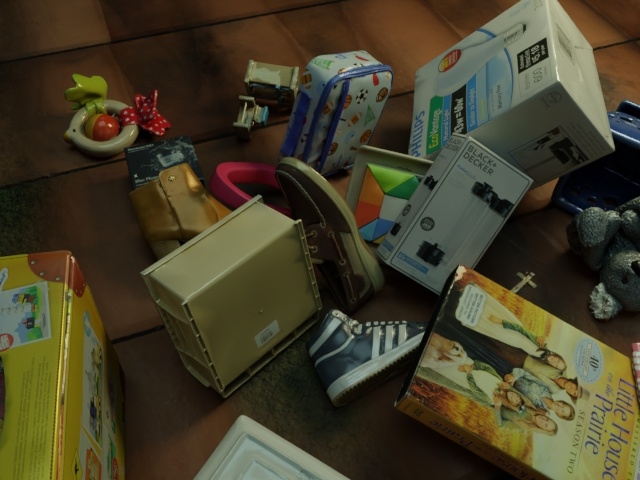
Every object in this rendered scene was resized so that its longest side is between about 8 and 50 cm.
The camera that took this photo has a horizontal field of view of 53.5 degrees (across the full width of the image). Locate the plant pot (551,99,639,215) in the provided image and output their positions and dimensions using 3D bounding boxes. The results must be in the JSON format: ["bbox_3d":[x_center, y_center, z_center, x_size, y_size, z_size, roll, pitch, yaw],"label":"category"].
[{"bbox_3d":[0.704,-0.165,1.433,0.236,0.236,0.212,34,50,23],"label":"plant pot"}]

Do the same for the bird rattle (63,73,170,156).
[{"bbox_3d":[-0.514,-0.288,1.570,0.253,0.143,0.207,23,64,0],"label":"bird rattle"}]

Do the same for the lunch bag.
[{"bbox_3d":[0.027,-0.270,1.435,0.115,0.303,0.243,40,43,25],"label":"lunch bag"}]

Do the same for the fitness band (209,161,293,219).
[{"bbox_3d":[-0.105,-0.094,1.347,0.209,0.054,0.291,38,22,23],"label":"fitness band"}]

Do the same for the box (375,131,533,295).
[{"bbox_3d":[0.260,-0.047,1.255,0.169,0.290,0.087,32,7,-14],"label":"box"}]

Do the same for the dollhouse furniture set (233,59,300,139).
[{"bbox_3d":[-0.132,-0.337,1.617,0.129,0.129,0.183,10,75,4],"label":"dollhouse furniture set"}]

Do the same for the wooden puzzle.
[{"bbox_3d":[0.156,-0.062,1.335,0.221,0.238,0.044,15,8,9],"label":"wooden puzzle"}]

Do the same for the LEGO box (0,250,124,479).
[{"bbox_3d":[-0.401,0.328,0.875,0.193,0.372,0.500,-7,51,-8],"label":"LEGO box"}]

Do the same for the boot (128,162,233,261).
[{"bbox_3d":[-0.235,-0.069,1.333,0.295,0.104,0.211,-21,85,-13],"label":"boot"}]

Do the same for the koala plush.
[{"bbox_3d":[0.624,0.046,1.309,0.196,0.203,0.221,-14,73,-3],"label":"koala plush"}]

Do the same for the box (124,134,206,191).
[{"bbox_3d":[-0.353,-0.145,1.448,0.156,0.093,0.158,-14,51,-14],"label":"box"}]

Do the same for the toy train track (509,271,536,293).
[{"bbox_3d":[0.426,0.090,1.342,0.083,0.014,0.048,-34,60,-26],"label":"toy train track"}]

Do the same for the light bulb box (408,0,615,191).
[{"bbox_3d":[0.404,-0.294,1.404,0.225,0.361,0.358,37,44,-29],"label":"light bulb box"}]

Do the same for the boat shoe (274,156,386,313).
[{"bbox_3d":[0.000,0.000,1.224,0.123,0.342,0.123,-43,29,-21],"label":"boat shoe"}]

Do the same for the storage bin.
[{"bbox_3d":[-0.143,0.105,1.151,0.262,0.260,0.123,-37,44,-29],"label":"storage bin"}]

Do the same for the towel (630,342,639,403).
[{"bbox_3d":[0.623,0.264,1.088,0.144,0.029,0.197,-2,50,15],"label":"towel"}]

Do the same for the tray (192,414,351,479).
[{"bbox_3d":[-0.037,0.348,0.840,0.270,0.030,0.145,26,53,17],"label":"tray"}]

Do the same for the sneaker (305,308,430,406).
[{"bbox_3d":[0.108,0.180,1.198,0.282,0.099,0.153,-25,58,-18],"label":"sneaker"}]

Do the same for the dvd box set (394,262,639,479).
[{"bbox_3d":[0.370,0.260,1.103,0.420,0.062,0.307,30,54,3],"label":"dvd box set"}]
